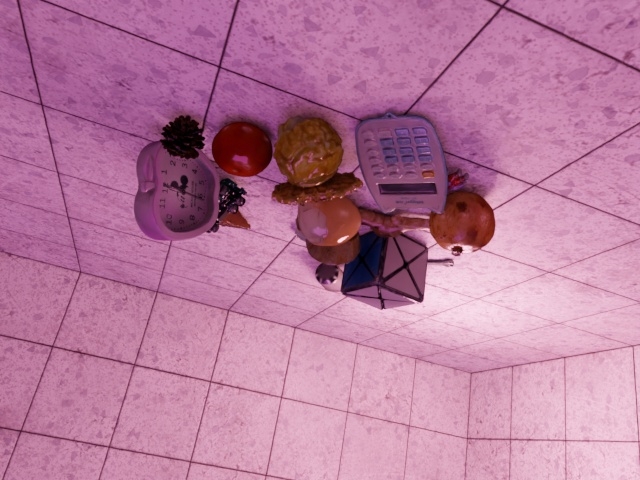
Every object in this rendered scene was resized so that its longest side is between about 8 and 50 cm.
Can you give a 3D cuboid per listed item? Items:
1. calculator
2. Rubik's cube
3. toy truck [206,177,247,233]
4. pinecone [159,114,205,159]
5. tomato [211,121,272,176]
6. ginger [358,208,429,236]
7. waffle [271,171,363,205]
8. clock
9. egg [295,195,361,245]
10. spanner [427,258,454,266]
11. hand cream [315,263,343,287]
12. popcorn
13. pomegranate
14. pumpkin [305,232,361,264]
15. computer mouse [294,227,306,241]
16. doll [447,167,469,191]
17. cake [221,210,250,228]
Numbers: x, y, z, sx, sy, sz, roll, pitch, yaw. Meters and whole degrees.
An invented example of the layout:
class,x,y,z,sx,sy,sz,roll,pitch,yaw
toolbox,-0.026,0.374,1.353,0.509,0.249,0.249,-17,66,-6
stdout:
class,x,y,z,sx,sy,sz,roll,pitch,yaw
calculator,0.240,-0.224,1.556,0.256,0.054,0.386,2,143,24
Rubik's cube,0.263,0.125,2.167,0.255,0.260,0.259,25,156,-28
toy truck,-0.380,-0.138,1.952,0.216,0.116,0.110,-46,133,11
pinecone,-0.418,-0.318,1.620,0.140,0.140,0.121,17,124,-14
tomato,-0.240,-0.272,1.622,0.195,0.136,0.195,9,157,4
ginger,0.281,-0.061,1.966,0.333,0.081,0.148,2,140,17
waffle,-0.014,-0.163,1.643,0.291,0.291,0.051,0,117,23
clock,-0.480,-0.160,1.747,0.102,0.338,0.338,-2,154,32
egg,0.030,-0.079,1.874,0.244,0.201,0.201,6,160,-20
spanner,0.439,0.100,2.334,0.302,0.017,0.071,0,155,24
hand cream,0.071,0.206,2.635,0.185,0.118,0.359,-4,160,14
popcorn,-0.034,-0.253,1.529,0.204,0.184,0.221,-21,153,-5
pomegranate,0.465,-0.051,1.734,0.215,0.215,0.215,9,157,4
pumpkin,0.056,-0.020,2.018,0.217,0.217,0.110,11,133,0
computer mouse,0.000,0.000,2.228,0.231,0.079,0.128,10,155,10
doll,0.366,-0.165,1.680,0.102,0.075,0.227,24,149,-27
cake,-0.384,-0.102,2.167,0.116,0.113,0.295,9,169,19
